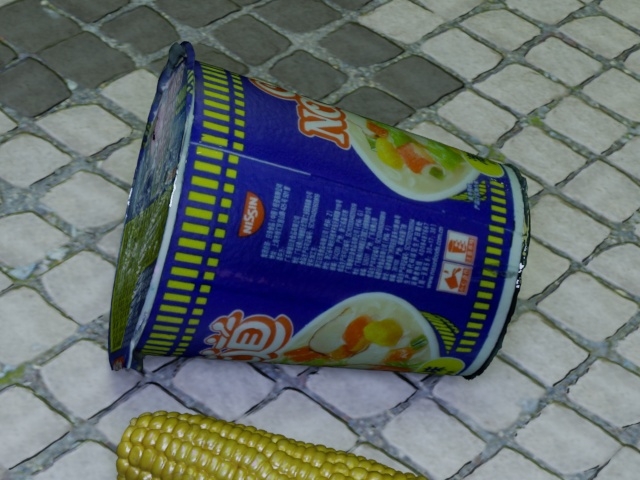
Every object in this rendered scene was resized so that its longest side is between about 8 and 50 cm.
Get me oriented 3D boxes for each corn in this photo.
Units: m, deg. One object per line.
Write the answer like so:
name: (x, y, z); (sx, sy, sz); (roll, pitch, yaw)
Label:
corn: (-0.012, 0.205, 1.408); (0.305, 0.106, 0.106); (18, 40, 13)

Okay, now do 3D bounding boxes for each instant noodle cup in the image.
instant noodle cup: (0.000, 0.000, 1.553); (0.312, 0.284, 0.284); (11, 39, -13)
